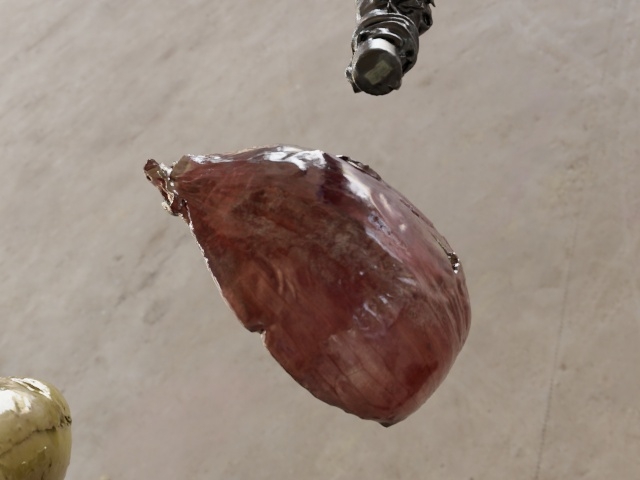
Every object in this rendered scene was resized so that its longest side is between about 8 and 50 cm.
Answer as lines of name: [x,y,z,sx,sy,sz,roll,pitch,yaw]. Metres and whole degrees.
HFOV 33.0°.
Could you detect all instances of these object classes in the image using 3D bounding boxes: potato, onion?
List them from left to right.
potato: [-0.192,0.132,0.551,0.107,0.080,0.170,-58,-7,26]
onion: [0.000,0.000,0.819,0.120,0.283,0.227,-52,8,23]

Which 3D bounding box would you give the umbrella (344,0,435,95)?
umbrella: [0.056,-0.172,0.861,0.071,0.080,0.224,-10,25,12]
